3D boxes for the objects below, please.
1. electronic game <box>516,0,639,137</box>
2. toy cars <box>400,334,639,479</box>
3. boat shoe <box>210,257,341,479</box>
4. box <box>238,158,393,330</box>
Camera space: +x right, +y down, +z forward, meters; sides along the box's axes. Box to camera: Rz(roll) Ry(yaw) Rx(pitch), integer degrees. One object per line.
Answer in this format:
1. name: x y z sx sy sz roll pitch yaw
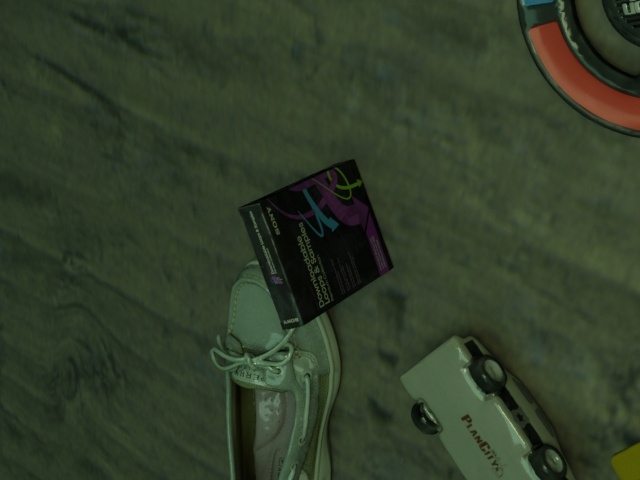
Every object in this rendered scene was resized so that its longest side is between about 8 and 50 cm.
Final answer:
1. electronic game: 0.253 -0.186 0.771 0.229 0.048 0.229 14 115 31
2. toy cars: 0.249 0.202 0.909 0.394 0.087 0.176 19 113 33
3. boat shoe: -0.054 0.175 1.099 0.118 0.103 0.320 15 116 31
4. box: 0.000 0.000 0.953 0.029 0.162 0.116 -15 99 38
